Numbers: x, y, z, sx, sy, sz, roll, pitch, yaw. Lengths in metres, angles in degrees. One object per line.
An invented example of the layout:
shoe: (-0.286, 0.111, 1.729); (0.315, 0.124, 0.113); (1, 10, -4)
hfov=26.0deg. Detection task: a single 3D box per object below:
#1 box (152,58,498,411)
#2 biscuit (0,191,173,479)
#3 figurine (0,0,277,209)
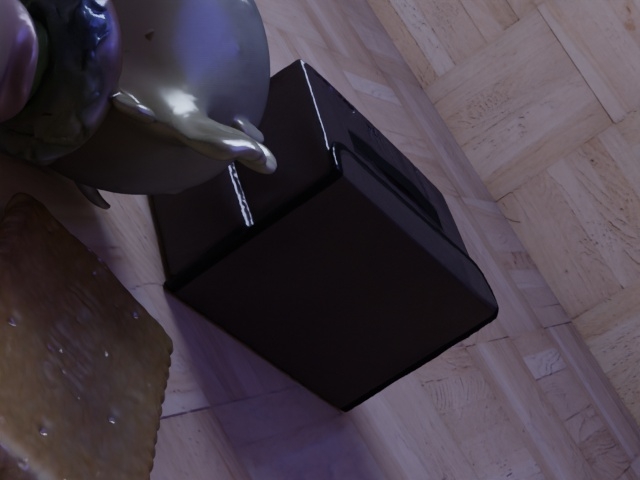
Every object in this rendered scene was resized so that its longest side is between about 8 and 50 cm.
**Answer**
box: (0.000, 0.000, 1.175); (0.252, 0.188, 0.153); (36, 28, -43)
biscuit: (-0.158, 0.078, 0.844); (0.160, 0.030, 0.250); (48, 18, -22)
figurine: (-0.163, -0.109, 0.878); (0.274, 0.227, 0.394); (27, 15, 27)
